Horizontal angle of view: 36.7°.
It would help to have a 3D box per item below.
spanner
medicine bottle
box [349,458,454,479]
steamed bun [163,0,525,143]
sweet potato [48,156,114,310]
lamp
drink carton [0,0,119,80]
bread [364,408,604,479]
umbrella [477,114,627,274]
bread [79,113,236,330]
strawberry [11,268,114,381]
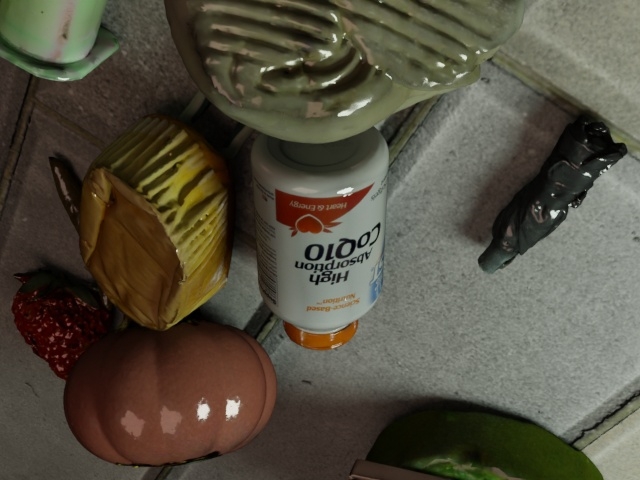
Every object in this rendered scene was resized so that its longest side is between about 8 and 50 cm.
[{"bbox_3d":[-0.064,-0.209,1.100,0.095,0.040,0.325,38,135,-8],"label":"spanner"},{"bbox_3d":[0.000,0.000,1.162,0.157,0.157,0.289,13,132,16],"label":"medicine bottle"},{"bbox_3d":[0.140,0.415,1.309,0.215,0.086,0.215,8,128,16],"label":"box"},{"bbox_3d":[0.004,-0.256,0.883,0.309,0.219,0.324,-16,95,-7],"label":"steamed bun"},{"bbox_3d":[-0.324,-0.010,1.388,0.069,0.059,0.249,6,126,38],"label":"sweet potato"},{"bbox_3d":[-0.214,0.198,1.372,0.305,0.305,0.240,-12,81,34],"label":"lamp"},{"bbox_3d":[-0.300,-0.284,1.091,0.146,0.144,0.142,30,128,0],"label":"drink carton"},{"bbox_3d":[0.239,0.407,1.406,0.382,0.129,0.366,33,132,-4],"label":"bread"},{"bbox_3d":[0.245,-0.042,1.076,0.066,0.059,0.236,49,138,14],"label":"umbrella"},{"bbox_3d":[-0.197,-0.024,1.230,0.204,0.156,0.288,36,146,17],"label":"bread"},{"bbox_3d":[-0.424,0.152,1.542,0.174,0.098,0.228,23,133,8],"label":"strawberry"}]
